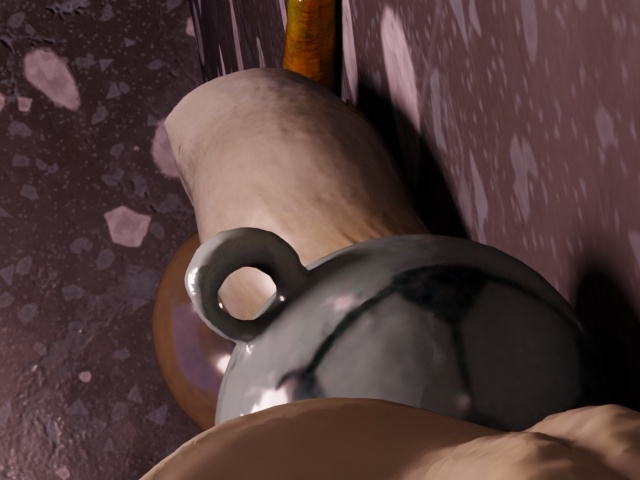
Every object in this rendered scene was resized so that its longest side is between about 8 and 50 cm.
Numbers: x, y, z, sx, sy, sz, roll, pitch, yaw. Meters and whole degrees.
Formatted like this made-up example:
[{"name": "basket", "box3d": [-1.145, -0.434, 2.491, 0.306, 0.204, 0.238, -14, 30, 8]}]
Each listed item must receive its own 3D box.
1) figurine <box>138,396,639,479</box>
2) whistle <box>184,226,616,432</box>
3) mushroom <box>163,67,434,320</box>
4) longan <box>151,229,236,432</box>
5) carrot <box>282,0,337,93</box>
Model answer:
[{"name": "figurine", "box3d": [0.084, 0.157, 0.452, 0.332, 0.204, 0.185, 43, -135, -54]}, {"name": "whistle", "box3d": [0.059, 0.096, 0.668, 0.289, 0.163, 0.163, 43, -174, -18]}, {"name": "mushroom", "box3d": [0.000, 0.000, 1.009, 0.177, 0.126, 0.397, 61, 179, -14]}, {"name": "longan", "box3d": [-0.043, 0.067, 1.291, 0.204, 0.159, 0.185, 64, -172, -72]}, {"name": "carrot", "box3d": [-0.007, -0.144, 1.223, 0.171, 0.042, 0.042, 93, 166, -57]}]
